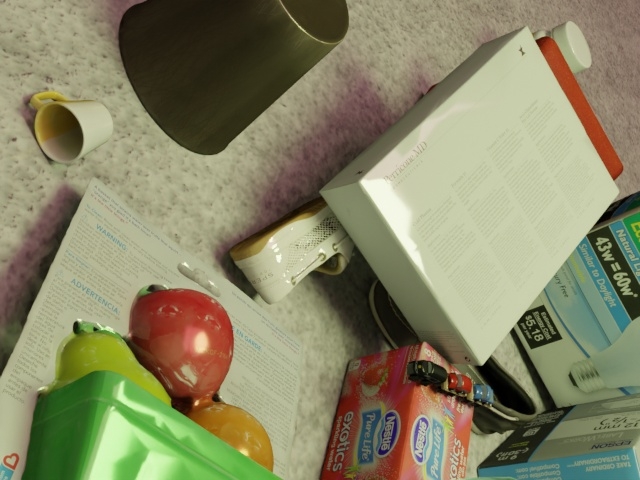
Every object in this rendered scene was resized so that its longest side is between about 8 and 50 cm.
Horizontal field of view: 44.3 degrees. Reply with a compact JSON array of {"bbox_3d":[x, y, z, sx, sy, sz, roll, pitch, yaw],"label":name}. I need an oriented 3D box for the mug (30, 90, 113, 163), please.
[{"bbox_3d":[-0.248,-0.123,0.802,0.064,0.062,0.078,-39,110,-59],"label":"mug"}]

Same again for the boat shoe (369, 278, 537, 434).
[{"bbox_3d":[0.204,0.164,1.165,0.335,0.096,0.112,49,42,-23],"label":"boat shoe"}]

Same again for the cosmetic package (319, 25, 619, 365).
[{"bbox_3d":[0.215,-0.065,1.047,0.377,0.097,0.284,-43,110,-29],"label":"cosmetic package"}]

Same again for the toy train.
[{"bbox_3d":[0.163,0.173,0.952,0.158,0.036,0.027,28,52,-39],"label":"toy train"}]

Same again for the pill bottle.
[{"bbox_3d":[0.422,-0.346,1.575,0.119,0.209,0.119,24,56,-42],"label":"pill bottle"}]

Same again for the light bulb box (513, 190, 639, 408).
[{"bbox_3d":[0.555,0.115,1.365,0.225,0.361,0.357,-29,90,-52],"label":"light bulb box"}]

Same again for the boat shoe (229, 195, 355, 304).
[{"bbox_3d":[0.000,0.000,1.011,0.277,0.098,0.096,-32,100,-44],"label":"boat shoe"}]

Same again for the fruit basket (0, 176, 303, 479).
[{"bbox_3d":[-0.148,0.154,0.746,0.327,0.165,0.353,42,30,-30],"label":"fruit basket"}]

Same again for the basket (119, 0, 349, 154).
[{"bbox_3d":[-0.092,-0.231,0.901,0.154,0.227,0.204,-37,102,-51],"label":"basket"}]

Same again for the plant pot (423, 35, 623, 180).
[{"bbox_3d":[0.282,-0.127,1.289,0.236,0.267,0.267,-46,109,-36],"label":"plant pot"}]

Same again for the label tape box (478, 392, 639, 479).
[{"bbox_3d":[0.380,0.343,1.162,0.348,0.249,0.115,-16,85,-52],"label":"label tape box"}]

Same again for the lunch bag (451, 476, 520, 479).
[{"bbox_3d":[0.111,0.366,0.768,0.262,0.160,0.223,-10,112,-34],"label":"lunch bag"}]

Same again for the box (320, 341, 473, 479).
[{"bbox_3d":[0.093,0.267,0.959,0.123,0.128,0.256,43,45,-28],"label":"box"}]
